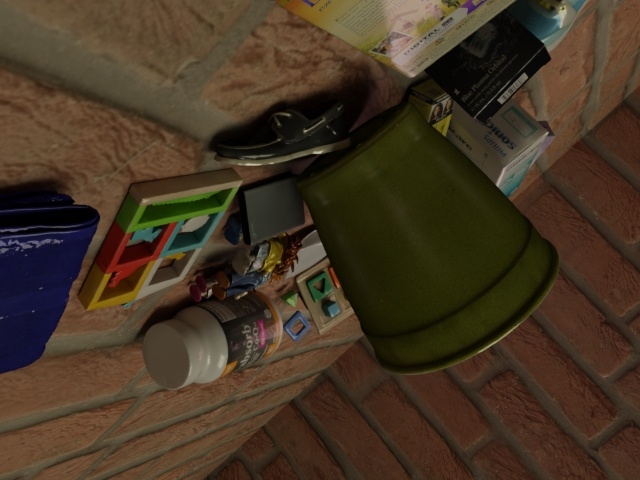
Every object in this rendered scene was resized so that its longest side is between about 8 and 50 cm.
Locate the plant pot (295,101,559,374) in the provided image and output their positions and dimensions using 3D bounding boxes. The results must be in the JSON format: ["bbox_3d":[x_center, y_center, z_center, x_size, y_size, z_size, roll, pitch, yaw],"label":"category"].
[{"bbox_3d":[0.148,-0.027,1.079,0.366,0.353,0.366,-35,-166,10],"label":"plant pot"}]

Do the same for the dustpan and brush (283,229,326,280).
[{"bbox_3d":[0.000,0.000,1.461,0.211,0.060,0.147,-24,159,-24],"label":"dustpan and brush"}]

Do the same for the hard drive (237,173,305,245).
[{"bbox_3d":[-0.083,-0.055,1.092,0.135,0.022,0.094,-23,115,-44],"label":"hard drive"}]

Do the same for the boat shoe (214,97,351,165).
[{"bbox_3d":[-0.056,-0.158,0.927,0.233,0.084,0.079,-20,116,-34],"label":"boat shoe"}]

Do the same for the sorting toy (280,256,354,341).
[{"bbox_3d":[0.044,0.135,1.690,0.348,0.196,0.047,-31,-156,-24],"label":"sorting toy"}]

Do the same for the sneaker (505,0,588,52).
[{"bbox_3d":[0.412,-0.459,1.052,0.319,0.127,0.208,-50,165,-1],"label":"sneaker"}]

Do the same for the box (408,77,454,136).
[{"bbox_3d":[0.203,-0.203,1.249,0.087,0.058,0.232,-33,147,-36],"label":"box"}]

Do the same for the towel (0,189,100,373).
[{"bbox_3d":[-0.406,0.066,0.733,0.228,0.076,0.308,-12,148,-45],"label":"towel"}]

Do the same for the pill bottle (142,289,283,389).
[{"bbox_3d":[-0.217,0.202,1.307,0.162,0.162,0.278,-50,161,29],"label":"pill bottle"}]

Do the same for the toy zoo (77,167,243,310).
[{"bbox_3d":[-0.255,0.013,0.973,0.192,0.030,0.293,-18,152,-51],"label":"toy zoo"}]

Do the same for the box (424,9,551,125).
[{"bbox_3d":[0.268,-0.306,1.059,0.156,0.158,0.093,-47,163,20],"label":"box"}]

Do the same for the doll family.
[{"bbox_3d":[-0.121,0.049,1.197,0.163,0.118,0.263,-19,153,-50],"label":"doll family"}]

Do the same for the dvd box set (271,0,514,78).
[{"bbox_3d":[0.147,-0.349,0.770,0.307,0.062,0.420,-35,166,25],"label":"dvd box set"}]

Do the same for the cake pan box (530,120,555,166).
[{"bbox_3d":[0.474,-0.217,1.748,0.246,0.070,0.267,-5,149,-23],"label":"cake pan box"}]

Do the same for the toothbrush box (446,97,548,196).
[{"bbox_3d":[0.340,-0.205,1.374,0.126,0.216,0.295,-39,162,-7],"label":"toothbrush box"}]

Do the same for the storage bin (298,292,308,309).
[{"bbox_3d":[0.003,0.141,1.764,0.135,0.098,0.091,-34,-170,-22],"label":"storage bin"}]
